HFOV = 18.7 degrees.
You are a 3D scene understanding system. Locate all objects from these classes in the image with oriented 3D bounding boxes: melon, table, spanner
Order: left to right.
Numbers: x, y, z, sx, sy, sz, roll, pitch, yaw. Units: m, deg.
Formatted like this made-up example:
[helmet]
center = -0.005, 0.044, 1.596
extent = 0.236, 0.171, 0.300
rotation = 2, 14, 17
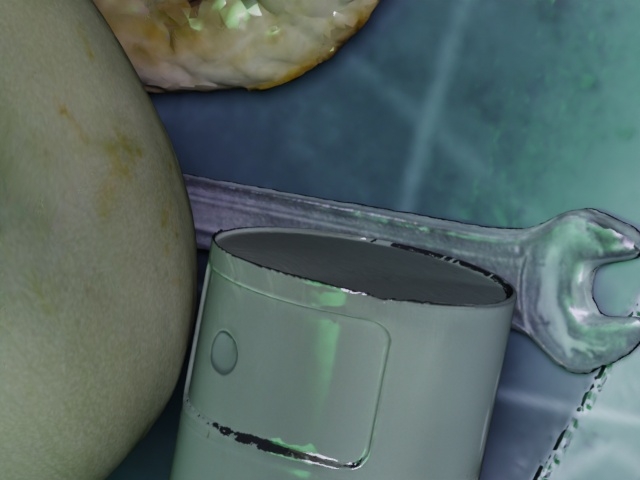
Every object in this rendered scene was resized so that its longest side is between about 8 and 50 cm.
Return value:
[melon]
center = -0.189, -0.021, 0.768
extent = 0.308, 0.272, 0.271
rotation = 26, 105, -21
[table]
center = -0.002, 0.114, 0.790
extent = 0.126, 0.126, 0.220
rotation = 15, 101, 23
[spanner]
center = 0.000, 0.000, 0.856
extent = 0.302, 0.017, 0.071
rotation = 10, 99, 23

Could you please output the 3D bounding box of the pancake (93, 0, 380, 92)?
[pancake]
center = -0.094, -0.246, 0.855
extent = 0.387, 0.082, 0.386
rotation = 3, 96, 30
